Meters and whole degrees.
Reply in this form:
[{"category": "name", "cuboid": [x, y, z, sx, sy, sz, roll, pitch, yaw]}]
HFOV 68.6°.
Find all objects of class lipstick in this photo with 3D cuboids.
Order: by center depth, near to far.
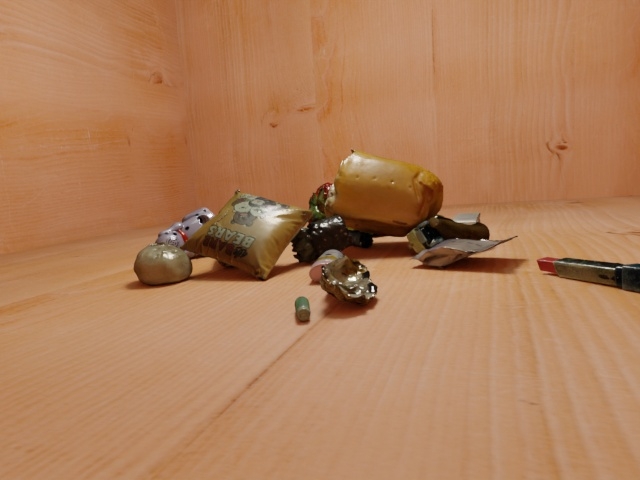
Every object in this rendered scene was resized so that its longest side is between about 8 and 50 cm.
[{"category": "lipstick", "cuboid": [0.602, 0.068, 0.997, 0.051, 0.051, 0.312, -10, 7, -23]}]

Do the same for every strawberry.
[{"category": "strawberry", "cuboid": [0.075, -0.149, 2.215, 0.250, 0.239, 0.288, 8, 4, 41]}]

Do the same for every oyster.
[{"category": "oyster", "cuboid": [0.068, 0.091, 1.076, 0.128, 0.079, 0.345, 18, 9, 6]}]

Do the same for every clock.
[{"category": "clock", "cuboid": [-0.516, 0.002, 1.777, 0.254, 0.189, 0.189, -30, 22, -37]}]

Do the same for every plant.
[{"category": "plant", "cuboid": [0.000, 0.000, 1.508, 0.194, 0.129, 0.132, -22, 6, 1]}]

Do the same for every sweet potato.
[{"category": "sweet potato", "cuboid": [0.449, -0.023, 1.497, 0.285, 0.112, 0.085, 7, -44, -33]}]

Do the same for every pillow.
[{"category": "pillow", "cuboid": [-0.217, -0.030, 1.430, 0.310, 0.119, 0.312, 19, 49, 21]}]

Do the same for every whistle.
[{"category": "whistle", "cuboid": [0.110, -0.014, 1.829, 0.062, 0.062, 0.304, -7, 8, -20]}]

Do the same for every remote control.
[{"category": "remote control", "cuboid": [0.631, -0.077, 2.029, 0.102, 0.056, 0.277, -1, 9, 22]}]

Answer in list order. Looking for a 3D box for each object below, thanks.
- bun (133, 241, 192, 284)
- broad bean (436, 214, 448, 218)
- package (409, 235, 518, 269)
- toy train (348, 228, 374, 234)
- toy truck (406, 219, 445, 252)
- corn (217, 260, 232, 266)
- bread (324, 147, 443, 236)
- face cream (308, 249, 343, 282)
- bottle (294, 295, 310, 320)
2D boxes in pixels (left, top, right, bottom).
[{"category": "bun", "cuboid": [-0.469, 0.063, 1.381, 0.173, 0.114, 0.166, 0, 9, 17]}, {"category": "broad bean", "cuboid": [0.505, -0.073, 2.066, 0.153, 0.072, 0.206, 0, -2, 25]}, {"category": "package", "cuboid": [0.402, 0.028, 1.310, 0.250, 0.062, 0.204, -10, 3, 36]}, {"category": "toy train", "cuboid": [0.259, -0.165, 2.040, 0.442, 0.272, 0.179, -12, 0, -21]}, {"category": "toy truck", "cuboid": [0.342, -0.006, 1.529, 0.116, 0.085, 0.191, -35, -13, 32]}, {"category": "corn", "cuboid": [-0.314, 0.032, 1.613, 0.098, 0.098, 0.290, -6, 5, -11]}, {"category": "bread", "cuboid": [0.228, -0.160, 1.646, 0.394, 0.250, 0.361, 10, -7, 7]}, {"category": "face cream", "cuboid": [0.022, 0.068, 1.284, 0.084, 0.057, 0.198, -4, 7, 8]}, {"category": "bottle", "cuboid": [-0.035, 0.135, 0.924, 0.030, 0.030, 0.083, -5, 9, -4]}]
